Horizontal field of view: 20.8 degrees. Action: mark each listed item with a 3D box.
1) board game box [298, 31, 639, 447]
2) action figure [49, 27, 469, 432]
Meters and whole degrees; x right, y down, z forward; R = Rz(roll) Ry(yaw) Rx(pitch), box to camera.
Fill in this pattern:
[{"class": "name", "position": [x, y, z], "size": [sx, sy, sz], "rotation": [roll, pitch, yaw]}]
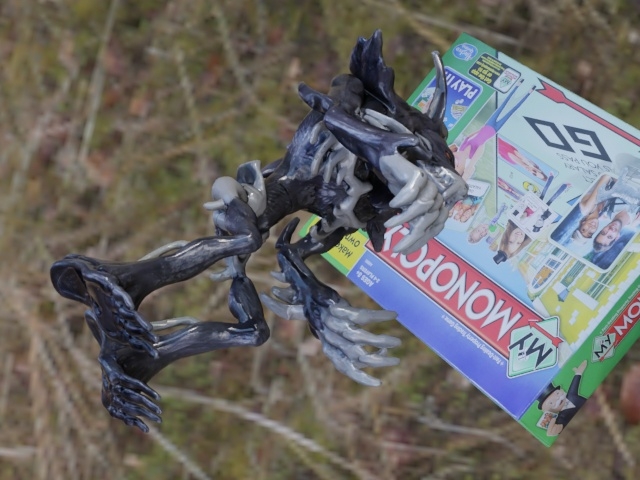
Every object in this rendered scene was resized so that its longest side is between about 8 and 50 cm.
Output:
[{"class": "board game box", "position": [0.135, -0.013, 1.285], "size": [0.213, 0.046, 0.317], "rotation": [-50, 38, -1]}, {"class": "action figure", "position": [0.000, 0.000, 0.933], "size": [0.141, 0.275, 0.164], "rotation": [39, 147, 29]}]
